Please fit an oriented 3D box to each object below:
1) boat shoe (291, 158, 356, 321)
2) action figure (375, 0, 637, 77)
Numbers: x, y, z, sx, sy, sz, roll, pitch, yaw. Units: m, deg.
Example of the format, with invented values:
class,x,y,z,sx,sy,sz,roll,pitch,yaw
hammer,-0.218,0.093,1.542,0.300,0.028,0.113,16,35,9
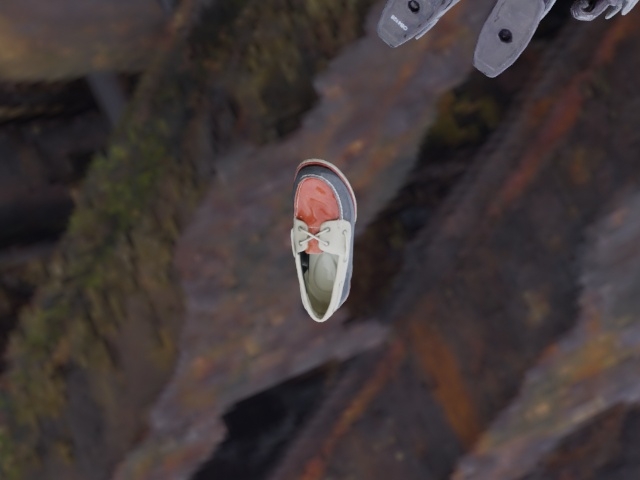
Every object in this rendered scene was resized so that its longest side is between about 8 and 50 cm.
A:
class,x,y,z,sx,sy,sz,roll,pitch,yaw
boat shoe,0.000,0.000,1.470,0.049,0.043,0.137,10,132,16
action figure,0.155,-0.228,1.464,0.285,0.185,0.099,-48,167,-47
